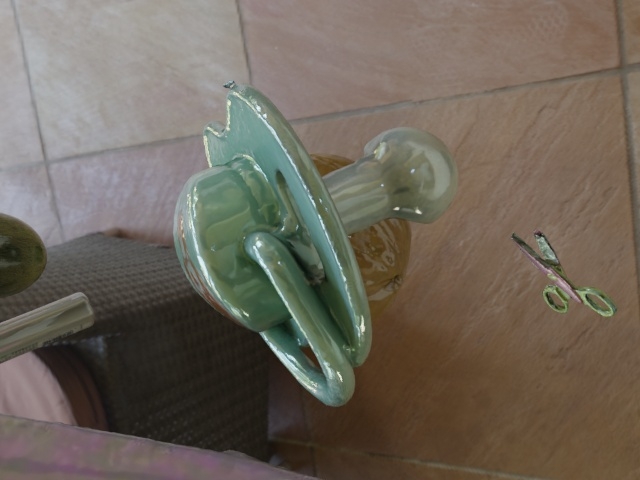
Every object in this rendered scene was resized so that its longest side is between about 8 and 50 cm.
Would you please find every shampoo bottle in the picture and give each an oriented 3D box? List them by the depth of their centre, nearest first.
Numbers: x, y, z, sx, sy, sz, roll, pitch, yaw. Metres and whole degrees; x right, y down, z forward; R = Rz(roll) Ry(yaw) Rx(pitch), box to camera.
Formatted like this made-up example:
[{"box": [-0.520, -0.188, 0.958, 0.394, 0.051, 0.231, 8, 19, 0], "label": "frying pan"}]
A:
[{"box": [-0.447, 0.142, 1.021, 0.055, 0.228, 0.086, 66, 153, 3], "label": "shampoo bottle"}]

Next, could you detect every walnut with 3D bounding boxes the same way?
[{"box": [0.000, 0.000, 1.235, 0.333, 0.333, 0.332, 9, 107, 31], "label": "walnut"}]

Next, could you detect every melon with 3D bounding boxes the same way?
[{"box": [-0.353, 0.015, 0.742, 0.098, 0.131, 0.097, -7, 78, 33], "label": "melon"}]

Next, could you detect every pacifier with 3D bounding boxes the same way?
[{"box": [0.010, -0.012, 0.643, 0.288, 0.269, 0.343, 69, 167, -7], "label": "pacifier"}]

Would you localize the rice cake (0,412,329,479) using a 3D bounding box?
[{"box": [-0.043, 0.144, 0.297, 0.298, 0.050, 0.106, 8, 68, 11], "label": "rice cake"}]

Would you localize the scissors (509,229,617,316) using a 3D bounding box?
[{"box": [0.369, 0.053, 1.102, 0.187, 0.020, 0.134, 48, 157, -18], "label": "scissors"}]
